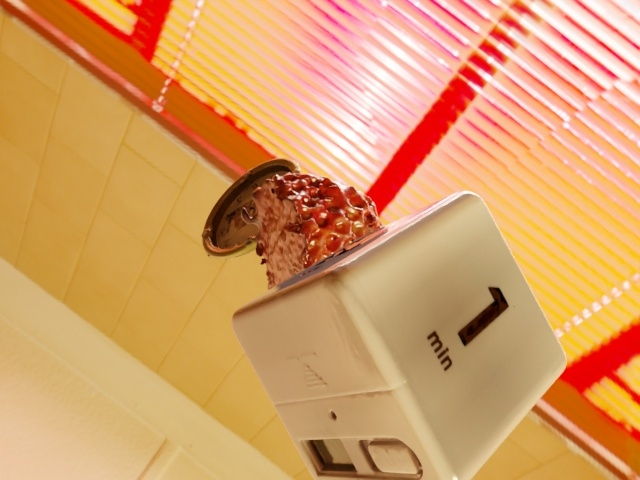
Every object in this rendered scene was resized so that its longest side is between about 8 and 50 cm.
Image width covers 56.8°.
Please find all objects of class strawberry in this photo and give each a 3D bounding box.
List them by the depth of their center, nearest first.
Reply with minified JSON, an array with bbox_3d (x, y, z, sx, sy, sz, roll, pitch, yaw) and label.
[{"bbox_3d":[0.000,0.000,0.888,0.178,0.234,0.234,-12,-122,-22],"label":"strawberry"}]

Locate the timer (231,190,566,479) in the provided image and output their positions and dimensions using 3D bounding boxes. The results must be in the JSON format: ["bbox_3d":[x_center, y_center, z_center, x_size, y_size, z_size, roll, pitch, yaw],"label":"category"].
[{"bbox_3d":[0.069,0.093,0.547,0.195,0.192,0.194,-30,-88,-38],"label":"timer"}]

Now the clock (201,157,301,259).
[{"bbox_3d":[-0.118,-0.052,1.100,0.057,0.237,0.237,47,-150,-35],"label":"clock"}]
